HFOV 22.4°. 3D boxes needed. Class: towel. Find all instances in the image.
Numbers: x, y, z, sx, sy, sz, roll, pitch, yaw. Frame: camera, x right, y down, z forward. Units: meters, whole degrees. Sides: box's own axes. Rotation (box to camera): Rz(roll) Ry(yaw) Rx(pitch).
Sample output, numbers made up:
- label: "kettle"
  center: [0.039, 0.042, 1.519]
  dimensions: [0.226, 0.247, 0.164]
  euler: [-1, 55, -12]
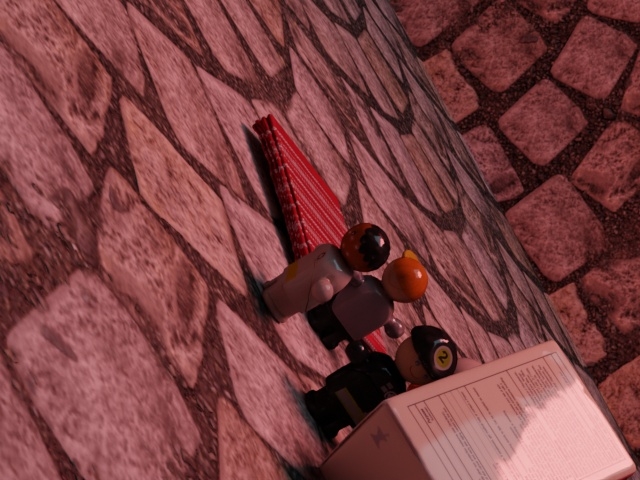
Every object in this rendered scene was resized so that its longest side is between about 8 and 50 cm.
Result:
- label: "towel"
  center: [0.000, 0.000, 1.866]
  dimensions: [0.199, 0.031, 0.275]
  euler: [50, 18, -47]

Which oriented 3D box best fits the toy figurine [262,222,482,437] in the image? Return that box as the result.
- label: "toy figurine"
  center: [0.061, 0.095, 1.606]
  dimensions: [0.213, 0.148, 0.209]
  euler: [37, 26, -60]

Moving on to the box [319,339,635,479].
- label: "box"
  center: [0.143, 0.205, 1.460]
  dimensions: [0.232, 0.127, 0.148]
  euler: [-14, 65, -40]
